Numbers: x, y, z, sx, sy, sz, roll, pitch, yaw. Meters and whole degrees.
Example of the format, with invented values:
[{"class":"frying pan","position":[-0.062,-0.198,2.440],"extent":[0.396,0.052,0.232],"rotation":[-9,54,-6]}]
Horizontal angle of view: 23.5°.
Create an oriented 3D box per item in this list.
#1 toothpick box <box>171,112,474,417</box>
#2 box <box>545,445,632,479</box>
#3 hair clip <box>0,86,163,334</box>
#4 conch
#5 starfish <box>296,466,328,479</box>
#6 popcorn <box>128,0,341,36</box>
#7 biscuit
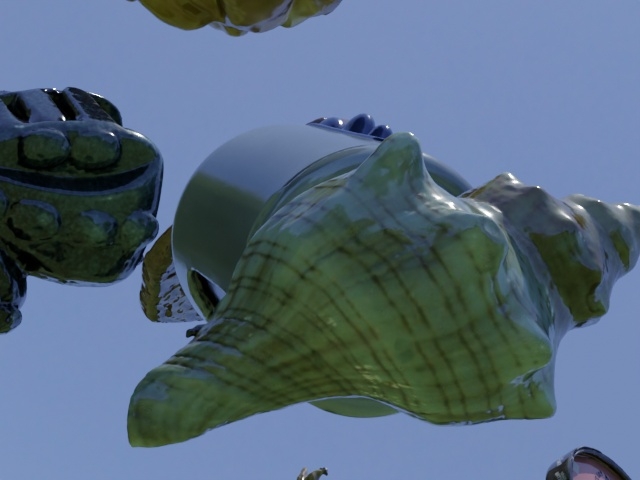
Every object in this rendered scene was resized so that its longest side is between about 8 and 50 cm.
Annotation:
[{"class":"toothpick box","position":[0.000,0.000,1.449],"extent":[0.263,0.263,0.355],"rotation":[43,-7,-22]},{"class":"box","position":[0.222,0.283,1.385],"extent":[0.151,0.151,0.135],"rotation":[41,-62,-19]},{"class":"hair clip","position":[-0.254,-0.047,0.917],"extent":[0.310,0.206,0.194],"rotation":[35,7,-33]},{"class":"conch","position":[0.065,0.033,0.980],"extent":[0.169,0.386,0.203],"rotation":[-21,-94,57]},{"class":"starfish","position":[-0.020,0.332,1.550],"extent":[0.048,0.295,0.231],"rotation":[1,-78,-5]},{"class":"popcorn","position":[-0.123,-0.343,1.448],"extent":[0.349,0.382,0.349],"rotation":[49,-16,20]},{"class":"biscuit","position":[-0.067,-0.021,1.839],"extent":[0.046,0.359,0.359],"rotation":[53,-30,19]}]
